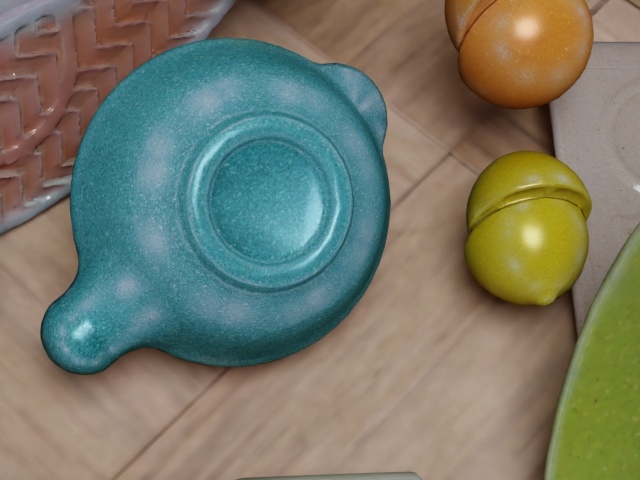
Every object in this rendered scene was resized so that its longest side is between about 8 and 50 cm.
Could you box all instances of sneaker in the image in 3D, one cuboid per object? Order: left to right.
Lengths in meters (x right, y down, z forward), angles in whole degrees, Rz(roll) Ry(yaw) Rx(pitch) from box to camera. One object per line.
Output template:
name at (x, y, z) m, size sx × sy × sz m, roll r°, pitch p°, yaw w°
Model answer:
sneaker at (-0.121, -0.125, 0.566) m, size 0.121 × 0.108 × 0.302 m, roll 36°, pitch 78°, yaw 31°

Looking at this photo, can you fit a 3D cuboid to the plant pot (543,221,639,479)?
plant pot at (0.265, 0.112, 0.391) m, size 0.294 × 0.275 × 0.274 m, roll 7°, pitch 61°, yaw -18°

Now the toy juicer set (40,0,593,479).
toy juicer set at (0.000, 0.000, 0.511) m, size 0.209 × 0.089 × 0.328 m, roll 23°, pitch 83°, yaw -18°

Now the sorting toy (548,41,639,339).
sorting toy at (0.204, -0.008, 0.562) m, size 0.193 × 0.038 × 0.208 m, roll 0°, pitch 58°, yaw -2°
